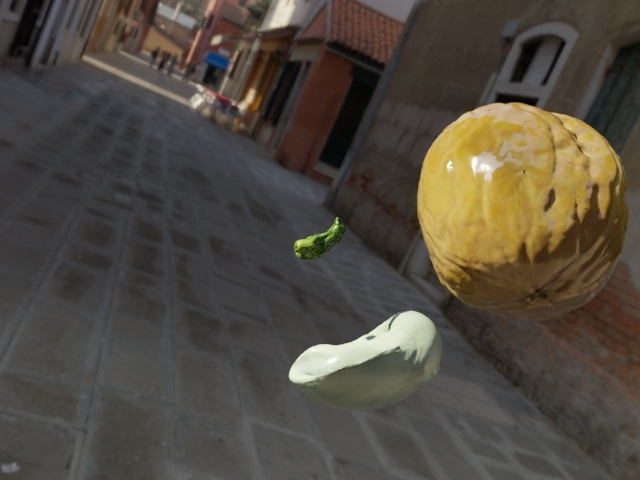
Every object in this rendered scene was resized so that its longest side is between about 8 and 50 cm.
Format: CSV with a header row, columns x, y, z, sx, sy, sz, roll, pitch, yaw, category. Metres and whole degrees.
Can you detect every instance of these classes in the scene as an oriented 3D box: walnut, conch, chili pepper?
x,y,z,sx,sy,sz,roll,pitch,yaw,category
0.282,-0.046,1.021,0.333,0.332,0.333,23,9,-4,walnut
0.068,0.178,1.012,0.185,0.221,0.120,58,11,-71,conch
0.001,0.001,0.976,0.091,0.030,0.034,-30,77,-29,chili pepper
